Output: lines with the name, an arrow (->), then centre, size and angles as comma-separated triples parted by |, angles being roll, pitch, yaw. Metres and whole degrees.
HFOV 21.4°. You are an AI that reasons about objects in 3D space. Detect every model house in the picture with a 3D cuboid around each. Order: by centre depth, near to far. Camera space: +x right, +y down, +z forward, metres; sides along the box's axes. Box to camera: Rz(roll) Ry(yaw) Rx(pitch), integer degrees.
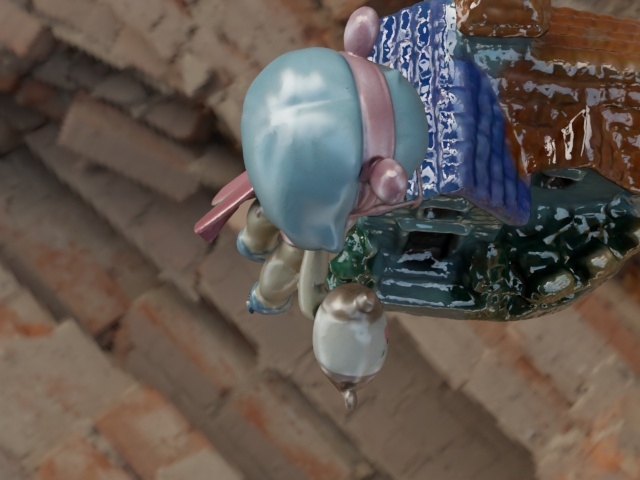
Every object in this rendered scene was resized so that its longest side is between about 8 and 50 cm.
model house -> 0.171, -0.093, 1.434 | 0.294, 0.252, 0.329 | 7, 158, -7

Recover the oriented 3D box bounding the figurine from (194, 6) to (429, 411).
figurine -> -0.012, -0.007, 0.973 | 0.260, 0.102, 0.205 | 126, 146, -63
